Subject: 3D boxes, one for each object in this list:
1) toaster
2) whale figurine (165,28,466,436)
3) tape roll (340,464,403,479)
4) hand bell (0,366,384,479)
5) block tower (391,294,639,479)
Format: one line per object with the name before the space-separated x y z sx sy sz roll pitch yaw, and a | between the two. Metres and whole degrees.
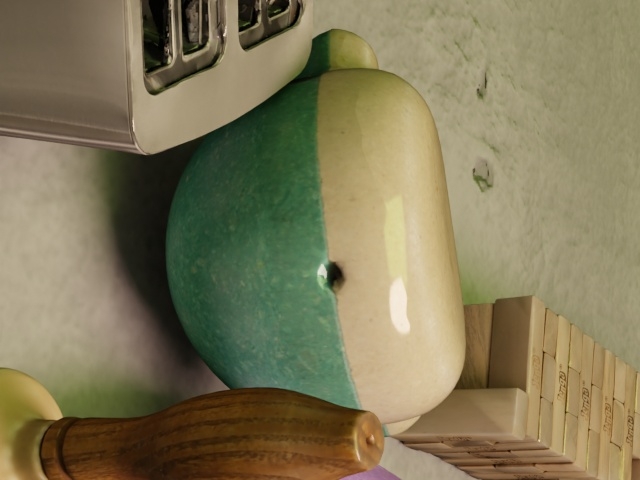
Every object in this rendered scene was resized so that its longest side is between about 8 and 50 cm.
toaster | -0.088 -0.129 0.697 0.168 0.110 0.186 -35 131 -55
whale figurine | 0.000 0.000 0.835 0.272 0.141 0.216 -61 143 -80
tape roll | 0.007 0.208 0.693 0.275 0.090 0.275 34 23 -17
hand bell | -0.084 0.079 0.580 0.126 0.242 0.126 13 75 -55
block tower | 0.174 0.132 1.085 0.335 0.091 0.097 31 59 -50
